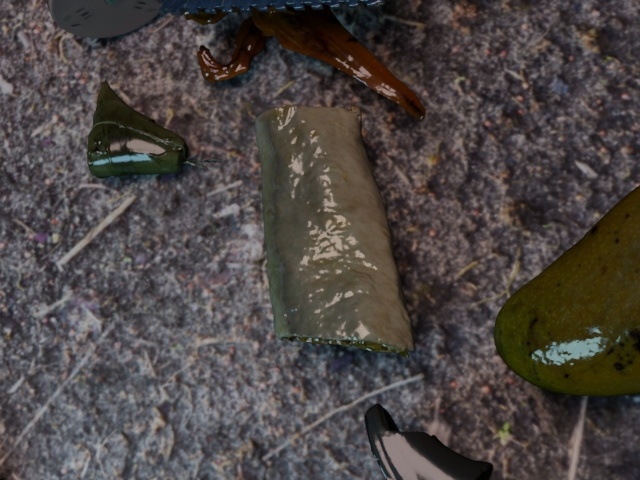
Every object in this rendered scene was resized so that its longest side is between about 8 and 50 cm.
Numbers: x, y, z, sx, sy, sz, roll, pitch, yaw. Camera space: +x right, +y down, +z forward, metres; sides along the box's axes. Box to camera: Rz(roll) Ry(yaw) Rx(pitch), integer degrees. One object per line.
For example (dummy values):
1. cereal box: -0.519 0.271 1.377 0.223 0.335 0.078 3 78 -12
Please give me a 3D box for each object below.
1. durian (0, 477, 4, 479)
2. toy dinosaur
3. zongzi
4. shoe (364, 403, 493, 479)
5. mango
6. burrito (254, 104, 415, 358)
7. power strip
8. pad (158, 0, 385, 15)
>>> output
1. durian: -0.455 0.287 1.447 0.237 0.138 0.193 11 74 22
2. toy dinosaur: -0.052 -0.251 1.538 0.208 0.097 0.432 -25 65 2
3. zongzi: -0.190 -0.135 1.565 0.154 0.062 0.130 -2 58 11
4. shoe: 0.132 0.250 1.285 0.093 0.108 0.241 -31 71 4
5. mango: 0.318 0.041 1.269 0.329 0.175 0.176 -30 19 6
6. burrito: 0.004 -0.001 1.411 0.143 0.105 0.299 -23 63 24
7. power strip: -0.253 -0.312 1.591 0.154 0.154 0.078 -25 63 8
8. pad: -0.029 -0.351 1.506 0.269 0.012 0.270 0 55 19
